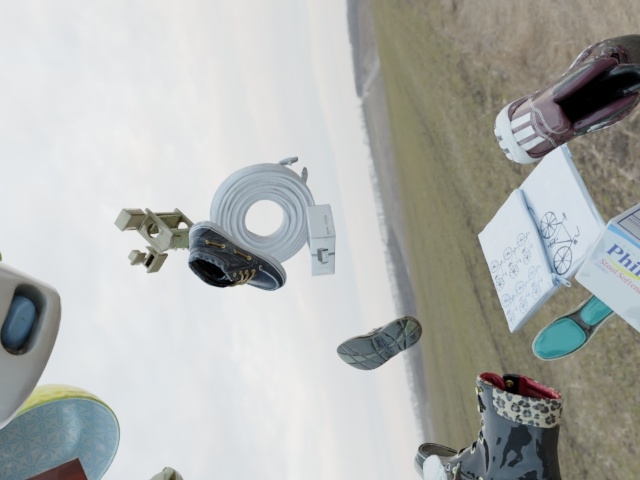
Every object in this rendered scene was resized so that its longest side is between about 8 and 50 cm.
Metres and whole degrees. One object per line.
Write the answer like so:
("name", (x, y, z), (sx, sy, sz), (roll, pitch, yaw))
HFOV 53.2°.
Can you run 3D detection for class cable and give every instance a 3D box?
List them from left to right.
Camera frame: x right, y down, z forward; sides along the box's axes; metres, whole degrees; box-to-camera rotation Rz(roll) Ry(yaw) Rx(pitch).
("cable", (-0.134, -0.057, 1.533), (0.089, 0.256, 0.257), (-132, 33, -63))

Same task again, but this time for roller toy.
("roller toy", (-0.396, 0.121, 0.734), (0.146, 0.209, 0.191), (32, 173, -33))

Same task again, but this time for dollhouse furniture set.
("dollhouse furniture set", (-0.375, 0.022, 1.402), (0.101, 0.161, 0.182), (41, -161, 18))

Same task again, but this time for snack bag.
("snack bag", (0.488, -0.014, 1.440), (0.323, 0.037, 0.343), (-94, 25, -43))

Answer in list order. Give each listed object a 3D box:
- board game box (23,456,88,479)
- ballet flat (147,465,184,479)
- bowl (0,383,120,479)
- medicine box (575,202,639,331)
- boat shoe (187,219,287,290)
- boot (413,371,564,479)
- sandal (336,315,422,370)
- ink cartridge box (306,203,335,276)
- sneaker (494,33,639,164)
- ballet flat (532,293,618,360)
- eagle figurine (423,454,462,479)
("board game box", (-0.355, 0.345, 0.646), (0.145, 0.281, 0.027), (58, 134, 17))
("ballet flat", (-0.352, 0.547, 1.439), (0.213, 0.072, 0.068), (11, -82, -78))
("bowl", (-0.560, 0.386, 1.255), (0.156, 0.289, 0.290), (34, 150, 43))
("medicine box", (0.647, 0.051, 1.101), (0.263, 0.289, 0.149), (46, 144, 30))
("boat shoe", (-0.130, 0.049, 0.990), (0.183, 0.065, 0.083), (33, -146, -28))
("boot", (0.356, 0.422, 1.359), (0.377, 0.138, 0.285), (10, 102, 55))
("sandal", (0.133, 0.218, 1.404), (0.090, 0.219, 0.060), (50, -149, -5))
("ink cartridge box", (0.000, 0.000, 1.420), (0.135, 0.056, 0.099), (90, 173, -49))
("sneaker", (0.361, -0.190, 0.782), (0.106, 0.281, 0.162), (56, 162, -4))
("ballet flat", (0.589, 0.186, 1.431), (0.086, 0.248, 0.086), (36, -154, -21))
("eagle figurine", (0.167, 0.539, 1.099), (0.225, 0.298, 0.226), (54, 170, 28))
